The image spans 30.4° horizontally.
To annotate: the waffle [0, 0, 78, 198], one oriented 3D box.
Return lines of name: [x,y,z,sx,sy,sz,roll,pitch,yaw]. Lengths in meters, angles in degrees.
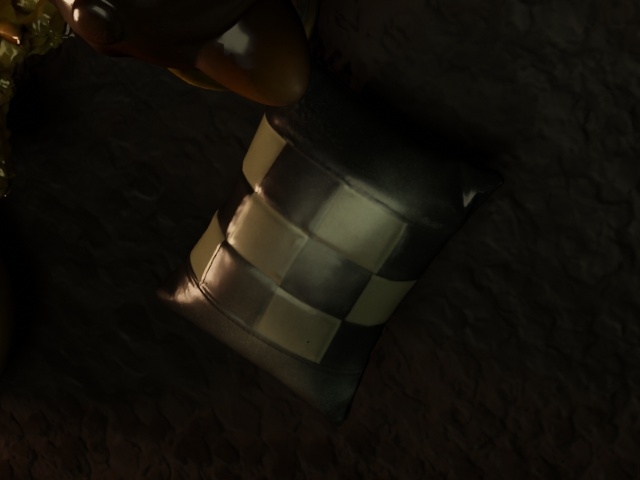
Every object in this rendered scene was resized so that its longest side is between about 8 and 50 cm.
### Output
waffle: [-0.301,-0.159,0.910,0.291,0.051,0.291,1,93,21]

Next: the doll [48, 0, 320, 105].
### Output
doll: [-0.056,-0.260,0.699,0.209,0.318,0.339,22,87,49]

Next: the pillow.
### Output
pillow: [0.000,0.000,0.885,0.186,0.106,0.250,35,116,6]

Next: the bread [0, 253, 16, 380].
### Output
bread: [-0.430,0.044,1.032,0.333,0.160,0.333,9,117,19]
